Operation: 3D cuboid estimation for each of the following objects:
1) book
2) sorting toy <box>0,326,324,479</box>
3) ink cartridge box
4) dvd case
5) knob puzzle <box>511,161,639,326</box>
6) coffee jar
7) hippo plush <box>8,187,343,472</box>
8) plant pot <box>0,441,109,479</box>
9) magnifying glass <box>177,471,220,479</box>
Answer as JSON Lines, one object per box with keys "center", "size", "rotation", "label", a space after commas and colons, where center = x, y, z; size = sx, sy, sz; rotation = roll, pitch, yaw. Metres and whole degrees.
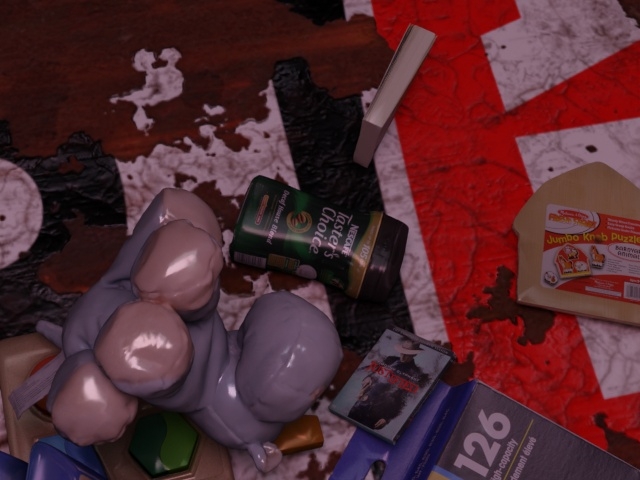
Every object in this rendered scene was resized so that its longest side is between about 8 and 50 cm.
{"center": [0.083, -0.164, 1.373], "size": [0.035, 0.096, 0.144], "rotation": [25, 64, 5], "label": "book"}
{"center": [-0.163, 0.166, 1.207], "size": [0.307, 0.041, 0.229], "rotation": [-11, 62, -10], "label": "sorting toy"}
{"center": [0.148, 0.300, 1.184], "size": [0.307, 0.072, 0.304], "rotation": [29, 65, 5], "label": "ink cartridge box"}
{"center": [0.075, 0.149, 1.253], "size": [0.087, 0.013, 0.119], "rotation": [23, 61, 34], "label": "dvd case"}
{"center": [0.311, 0.001, 1.359], "size": [0.213, 0.030, 0.213], "rotation": [2, 65, -5], "label": "knob puzzle"}
{"center": [0.000, 0.000, 1.297], "size": [0.184, 0.079, 0.096], "rotation": [17, 65, 1], "label": "coffee jar"}
{"center": [-0.115, 0.128, 1.090], "size": [0.236, 0.294, 0.234], "rotation": [33, 33, -20], "label": "hippo plush"}
{"center": [-0.283, 0.287, 1.007], "size": [0.212, 0.236, 0.236], "rotation": [-1, 67, 10], "label": "plant pot"}
{"center": [-0.156, 0.327, 1.159], "size": [0.092, 0.026, 0.231], "rotation": [33, 67, 9], "label": "magnifying glass"}
